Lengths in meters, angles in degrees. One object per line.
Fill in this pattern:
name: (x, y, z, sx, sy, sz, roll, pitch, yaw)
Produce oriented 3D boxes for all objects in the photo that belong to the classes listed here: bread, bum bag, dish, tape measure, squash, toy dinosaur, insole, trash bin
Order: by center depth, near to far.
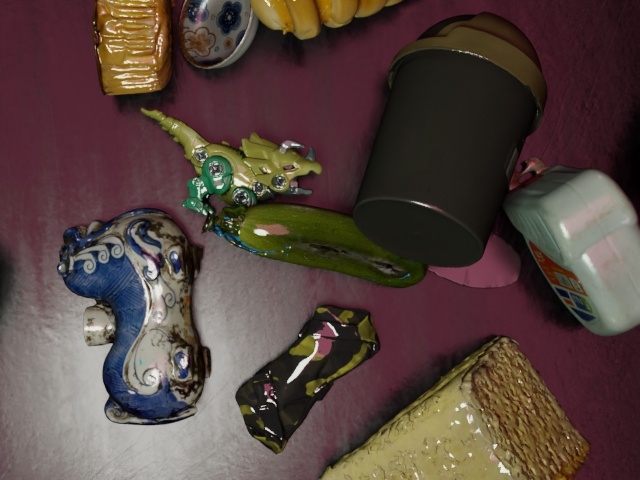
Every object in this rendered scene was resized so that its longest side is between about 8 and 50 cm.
trash bin: (0.174, -0.148, 1.829, 0.214, 0.214, 0.334, 22, 69, -2)
bread: (-0.241, -0.286, 1.832, 0.104, 0.199, 0.199, -2, 89, -5)
tape measure: (0.356, 0.003, 1.842, 0.125, 0.243, 0.246, -33, 98, -2)
squash: (0.000, -0.001, 1.847, 0.331, 0.087, 0.087, 12, 88, -22)
bread: (0.038, -0.378, 1.847, 0.311, 0.121, 0.173, -31, 93, -28)
toy dinosaur: (-0.137, -0.095, 1.886, 0.259, 0.094, 0.153, 22, 91, 2)
bum bag: (-0.017, 0.178, 1.898, 0.106, 0.060, 0.232, 43, 89, -10)
dish: (-0.119, -0.294, 1.900, 0.141, 0.078, 0.141, -9, 76, 40)
bread: (0.184, 0.318, 1.906, 0.315, 0.279, 0.248, -34, 90, 39)
insole: (0.157, 0.010, 1.941, 0.253, 0.005, 0.086, 13, 87, -3)

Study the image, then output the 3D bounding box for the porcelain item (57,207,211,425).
porcelain item: (-0.248, 0.103, 1.854, 0.186, 0.138, 0.288, -6, 88, 7)
